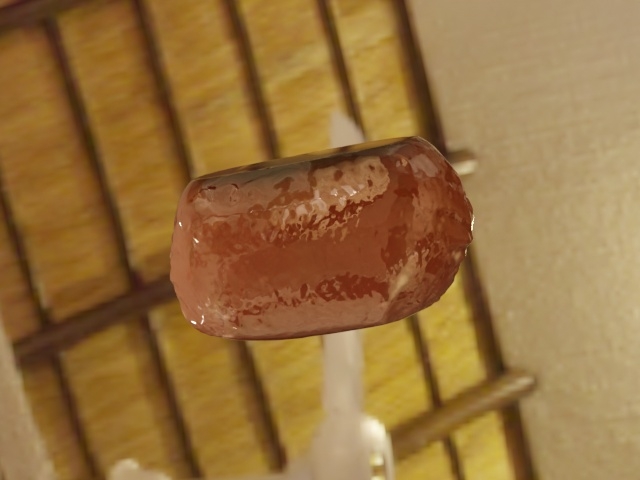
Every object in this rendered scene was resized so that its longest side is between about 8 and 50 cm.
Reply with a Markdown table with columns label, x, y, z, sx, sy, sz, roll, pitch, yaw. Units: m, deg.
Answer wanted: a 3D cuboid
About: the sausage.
| label | x | y | z | sx | sy | sz | roll | pitch | yaw |
| --- | --- | --- | --- | --- | --- | --- | --- | --- | --- |
| sausage | 0.000 | 0.001 | 0.512 | 0.059 | 0.094 | 0.054 | -107 | 6 | -83 |
